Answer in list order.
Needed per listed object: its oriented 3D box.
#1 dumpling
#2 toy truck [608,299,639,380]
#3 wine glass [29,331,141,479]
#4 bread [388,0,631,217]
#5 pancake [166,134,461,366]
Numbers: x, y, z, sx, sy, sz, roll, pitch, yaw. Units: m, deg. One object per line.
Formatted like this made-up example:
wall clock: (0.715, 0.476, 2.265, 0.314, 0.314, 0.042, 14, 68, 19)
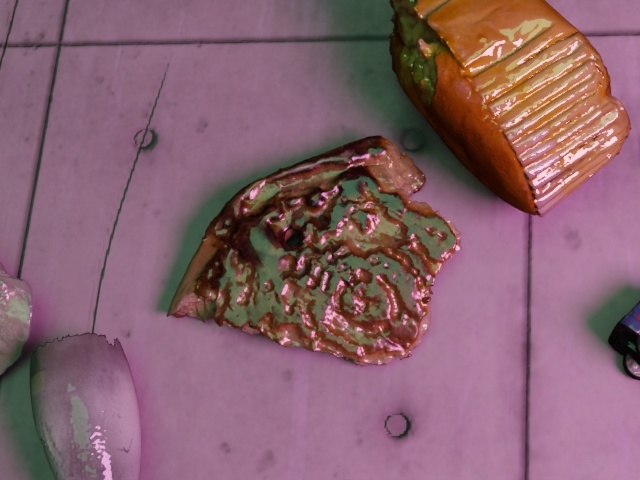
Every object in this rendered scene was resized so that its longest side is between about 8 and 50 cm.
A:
dumpling: (-0.377, 0.059, 0.964, 0.219, 0.108, 0.152, 16, 75, 18)
toy truck: (0.340, 0.114, 0.830, 0.202, 0.074, 0.088, 39, 77, 19)
wine glass: (-0.235, 0.223, 0.807, 0.096, 0.264, 0.309, -28, 66, 29)
bread: (0.154, -0.142, 0.898, 0.133, 0.179, 0.250, -34, 69, 3)
pancake: (0.000, 0.000, 0.943, 0.258, 0.056, 0.212, 11, 81, 6)
